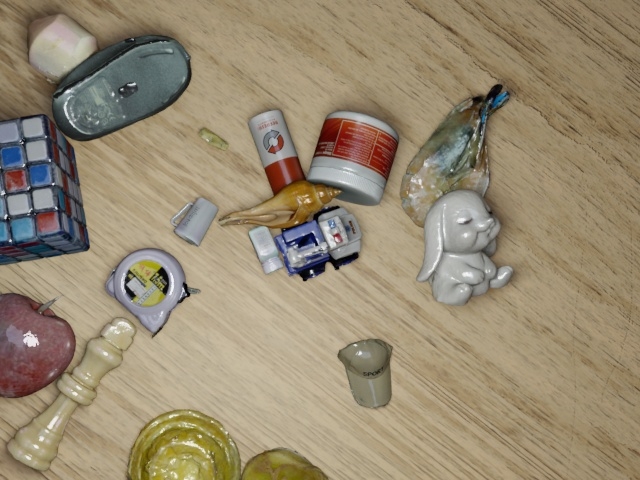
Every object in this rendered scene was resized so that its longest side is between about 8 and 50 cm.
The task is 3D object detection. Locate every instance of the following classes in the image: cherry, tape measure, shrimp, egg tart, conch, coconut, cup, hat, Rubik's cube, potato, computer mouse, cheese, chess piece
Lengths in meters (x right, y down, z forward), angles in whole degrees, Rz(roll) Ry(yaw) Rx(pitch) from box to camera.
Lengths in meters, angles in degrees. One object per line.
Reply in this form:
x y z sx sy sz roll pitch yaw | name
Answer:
-0.701 0.236 1.717 0.236 0.213 0.285 40 92 16 | cherry
-0.418 0.113 1.821 0.178 0.105 0.196 -43 87 -2 | tape measure
0.377 -0.224 1.948 0.221 0.110 0.446 33 84 -7 | shrimp
-0.333 0.557 1.763 0.290 0.115 0.290 1 82 -4 | egg tart
-0.099 -0.076 1.820 0.330 0.093 0.109 -17 77 21 | conch
-0.660 -0.483 1.843 0.183 0.171 0.171 31 81 -4 | coconut
-0.328 -0.052 1.871 0.104 0.074 0.116 23 75 26 | cup
0.132 0.336 1.852 0.147 0.085 0.175 -13 83 -8 | hat
-0.731 -0.104 1.721 0.287 0.292 0.293 -10 82 -8 | Rubik's cube
-0.078 0.653 1.737 0.246 0.196 0.300 -7 82 -8 | potato
-0.500 -0.384 1.836 0.374 0.114 0.203 -32 118 -21 | computer mouse
-0.280 -0.262 1.910 0.083 0.044 0.030 34 97 -3 | cheese
-0.584 0.356 1.767 0.117 0.117 0.397 35 78 0 | chess piece

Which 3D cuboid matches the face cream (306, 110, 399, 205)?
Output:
0.083 -0.207 1.860 0.201 0.201 0.187 18 82 -3 | face cream

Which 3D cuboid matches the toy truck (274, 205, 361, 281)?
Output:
0.000 0.000 1.838 0.213 0.177 0.161 -22 84 -8 | toy truck

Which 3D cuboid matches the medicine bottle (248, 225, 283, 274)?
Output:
-0.139 0.024 1.870 0.055 0.074 0.118 -22 84 -10 | medicine bottle

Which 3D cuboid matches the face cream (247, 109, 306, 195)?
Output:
-0.109 -0.221 1.896 0.096 0.096 0.214 -19 85 -8 | face cream

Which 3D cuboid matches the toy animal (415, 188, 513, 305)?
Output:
0.348 0.003 1.838 0.271 0.206 0.265 -20 110 -35 | toy animal
